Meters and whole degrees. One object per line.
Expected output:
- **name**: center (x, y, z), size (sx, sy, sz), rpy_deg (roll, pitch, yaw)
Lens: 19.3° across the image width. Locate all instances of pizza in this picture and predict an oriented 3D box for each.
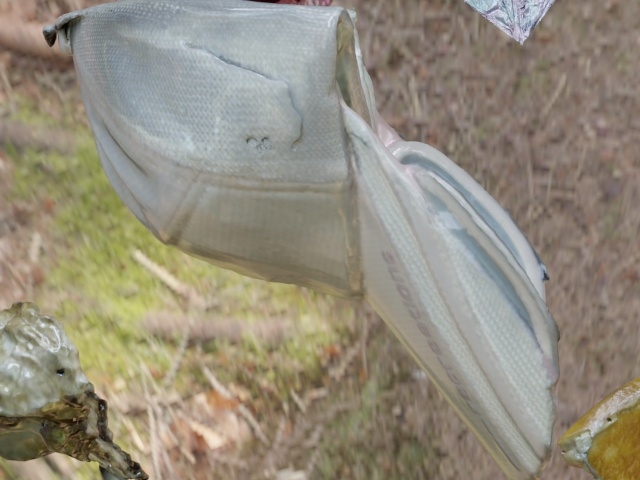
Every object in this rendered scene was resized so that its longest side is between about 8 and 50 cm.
- **pizza**: center (0.263, 0.163, 1.369), size (0.184, 0.176, 0.036), rpy_deg (-27, 31, -19)

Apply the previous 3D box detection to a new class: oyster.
- **oyster**: center (-0.206, 0.090, 1.110), size (0.222, 0.214, 0.083), rpy_deg (10, 71, 17)

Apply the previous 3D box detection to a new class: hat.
- **hat**: center (0.000, 0.000, 0.739), size (0.164, 0.219, 0.226), rpy_deg (-16, 93, 7)

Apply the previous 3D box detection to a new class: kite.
- **kite**: center (0.178, -0.253, 1.750), size (0.139, 0.011, 0.157), rpy_deg (-10, 71, 6)

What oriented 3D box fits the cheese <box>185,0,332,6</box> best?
- **cheese**: center (-0.041, -0.179, 0.653), size (0.062, 0.244, 0.155), rpy_deg (6, 47, 35)
